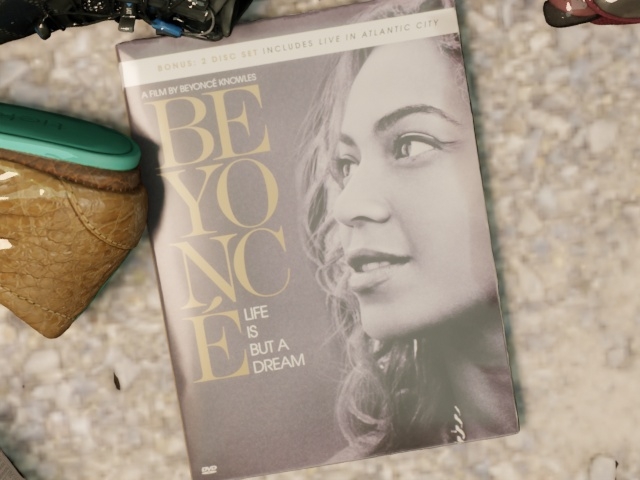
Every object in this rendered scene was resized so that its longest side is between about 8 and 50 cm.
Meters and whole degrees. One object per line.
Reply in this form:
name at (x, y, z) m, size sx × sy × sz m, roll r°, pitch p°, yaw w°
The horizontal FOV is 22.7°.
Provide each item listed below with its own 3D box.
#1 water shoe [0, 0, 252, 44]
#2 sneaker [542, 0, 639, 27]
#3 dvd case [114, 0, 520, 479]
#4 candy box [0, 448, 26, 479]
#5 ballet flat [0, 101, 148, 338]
water shoe at (-0.073, -0.124, 0.727) m, size 0.203 × 0.073 × 0.080 m, roll -27°, pitch 84°, yaw 1°
sneaker at (0.112, -0.186, 0.718) m, size 0.281 × 0.106 × 0.162 m, roll 27°, pitch 99°, yaw -4°
dvd case at (0.000, 0.000, 0.775) m, size 0.165 × 0.018 × 0.221 m, roll -9°, pitch 96°, yaw 0°
candy box at (-0.216, 0.162, 0.761) m, size 0.165 × 0.070 × 0.196 m, roll -38°, pitch 95°, yaw 2°
ballet flat at (-0.252, -0.035, 0.727) m, size 0.342 × 0.116 × 0.124 m, roll 18°, pitch 103°, yaw -8°
